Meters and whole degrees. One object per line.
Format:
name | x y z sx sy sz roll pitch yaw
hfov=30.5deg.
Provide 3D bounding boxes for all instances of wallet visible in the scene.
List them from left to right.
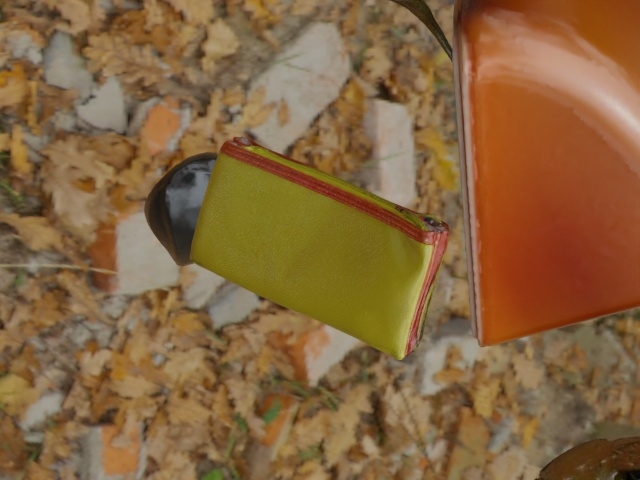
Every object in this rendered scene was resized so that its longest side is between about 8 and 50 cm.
wallet | 0.000 0.000 1.103 0.067 0.241 0.141 -30 140 -57

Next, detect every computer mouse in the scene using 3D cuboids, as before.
computer mouse | -0.141 -0.027 1.484 0.137 0.270 0.086 -38 79 -5

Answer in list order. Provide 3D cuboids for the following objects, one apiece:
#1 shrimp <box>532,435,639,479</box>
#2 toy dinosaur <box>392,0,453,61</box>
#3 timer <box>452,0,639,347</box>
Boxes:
shrimp | 0.224 0.177 0.808 0.217 0.115 0.051 -35 152 15
toy dinosaur | 0.015 -0.143 0.593 0.180 0.037 0.058 19 41 -37
timer | 0.138 -0.110 0.717 0.250 0.161 0.257 59 29 -41
